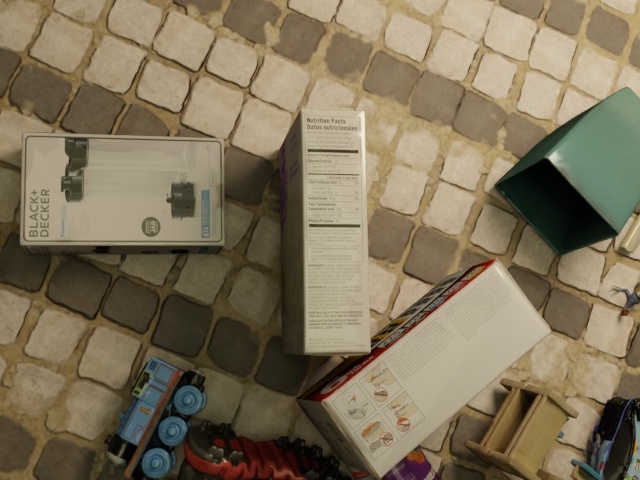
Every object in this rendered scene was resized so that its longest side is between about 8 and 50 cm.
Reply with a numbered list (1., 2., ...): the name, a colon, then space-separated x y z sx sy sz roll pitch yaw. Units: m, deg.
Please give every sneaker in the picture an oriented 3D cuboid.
1. sneaker: -0.087 0.355 1.260 0.276 0.098 0.135 19 107 -26

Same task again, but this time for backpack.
1. backpack: 0.504 0.353 1.374 0.158 0.117 0.173 27 78 -8

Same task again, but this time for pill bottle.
1. pill bottle: 0.133 0.383 1.295 0.108 0.108 0.194 -34 91 -14

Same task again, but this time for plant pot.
1. plant pot: 0.443 -0.128 1.403 0.165 0.165 0.234 46 70 -3

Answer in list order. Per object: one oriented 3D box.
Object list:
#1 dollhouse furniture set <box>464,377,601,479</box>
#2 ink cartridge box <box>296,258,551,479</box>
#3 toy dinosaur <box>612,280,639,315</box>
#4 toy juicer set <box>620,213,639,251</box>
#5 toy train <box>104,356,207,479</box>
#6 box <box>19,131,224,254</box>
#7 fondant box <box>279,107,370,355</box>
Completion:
1. dollhouse furniture set: 0.348 0.326 1.349 0.183 0.129 0.129 39 76 -20
2. ink cartridge box: 0.129 0.182 1.239 0.309 0.272 0.130 -37 89 -15
3. toy dinosaur: 0.539 0.096 1.456 0.090 0.047 0.082 22 97 -19
4. toy juicer set: 0.694 -0.043 1.480 0.328 0.089 0.209 15 80 -9
5. toy train: -0.238 0.261 1.250 0.105 0.080 0.184 26 81 3
6. box: -0.289 -0.065 1.273 0.289 0.087 0.169 1 82 -12
7. fondant box: 0.000 0.000 1.249 0.096 0.238 0.331 1 82 -10
